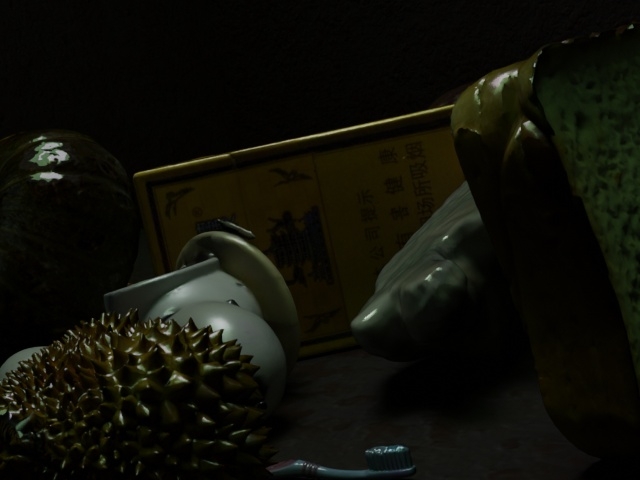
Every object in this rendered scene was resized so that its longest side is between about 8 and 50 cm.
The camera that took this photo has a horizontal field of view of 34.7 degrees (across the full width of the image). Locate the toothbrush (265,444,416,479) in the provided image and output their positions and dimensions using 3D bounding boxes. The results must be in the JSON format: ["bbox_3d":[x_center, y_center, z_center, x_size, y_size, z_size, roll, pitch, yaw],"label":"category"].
[{"bbox_3d":[-0.030,0.133,0.604,0.193,0.019,0.013,-10,7,33],"label":"toothbrush"}]

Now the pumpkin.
[{"bbox_3d":[-0.250,0.015,0.900,0.218,0.219,0.162,-7,-19,37],"label":"pumpkin"}]

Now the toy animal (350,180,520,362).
[{"bbox_3d":[0.170,0.021,0.768,0.266,0.188,0.308,-32,10,22],"label":"toy animal"}]

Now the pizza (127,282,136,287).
[{"bbox_3d":[-0.241,0.094,1.097,0.251,0.074,0.287,-15,14,-38],"label":"pizza"}]

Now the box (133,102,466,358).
[{"bbox_3d":[0.000,0.000,0.929,0.301,0.193,0.084,-12,5,1],"label":"box"}]

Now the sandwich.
[{"bbox_3d":[0.172,-0.005,0.546,0.186,0.215,0.065,-21,0,-37],"label":"sandwich"}]

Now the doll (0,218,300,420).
[{"bbox_3d":[-0.149,0.079,0.749,0.271,0.144,0.208,-8,15,-5],"label":"doll"}]

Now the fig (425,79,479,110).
[{"bbox_3d":[0.131,-0.047,1.057,0.320,0.217,0.217,-17,8,-32],"label":"fig"}]

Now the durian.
[{"bbox_3d":[-0.103,0.102,0.529,0.158,0.137,0.168,-32,-10,22],"label":"durian"}]
